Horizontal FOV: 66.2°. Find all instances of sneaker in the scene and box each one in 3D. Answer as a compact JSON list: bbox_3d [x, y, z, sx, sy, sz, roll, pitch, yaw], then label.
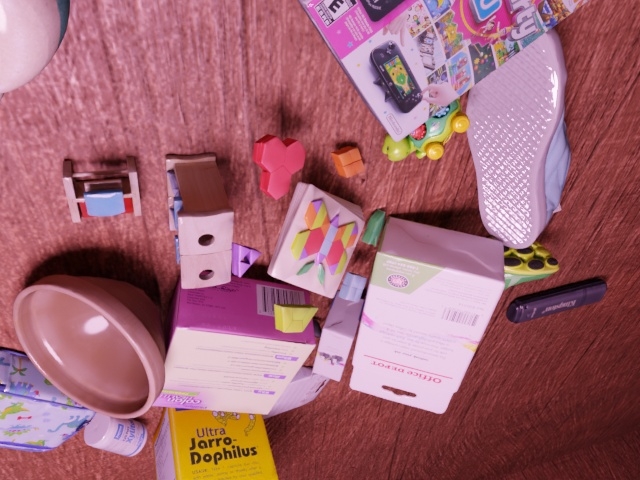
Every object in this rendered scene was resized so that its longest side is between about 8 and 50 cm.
[{"bbox_3d":[0.329,0.070,1.001,0.295,0.109,0.123,-12,139,0],"label":"sneaker"},{"bbox_3d":[0.318,-0.168,0.762,0.150,0.135,0.366,-43,140,-31],"label":"sneaker"}]

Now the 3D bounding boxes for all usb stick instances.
[{"bbox_3d":[0.603,0.153,1.246,0.278,0.045,0.077,-11,137,-15],"label":"usb stick"}]

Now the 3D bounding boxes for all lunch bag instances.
[{"bbox_3d":[-0.508,0.280,0.829,0.176,0.090,0.219,-37,136,17],"label":"lunch bag"}]

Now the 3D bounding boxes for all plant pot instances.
[{"bbox_3d":[-0.313,0.136,0.720,0.237,0.110,0.237,11,123,17],"label":"plant pot"}]

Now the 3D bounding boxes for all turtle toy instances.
[{"bbox_3d":[0.146,-0.160,0.696,0.066,0.095,0.130,35,113,-20],"label":"turtle toy"}]

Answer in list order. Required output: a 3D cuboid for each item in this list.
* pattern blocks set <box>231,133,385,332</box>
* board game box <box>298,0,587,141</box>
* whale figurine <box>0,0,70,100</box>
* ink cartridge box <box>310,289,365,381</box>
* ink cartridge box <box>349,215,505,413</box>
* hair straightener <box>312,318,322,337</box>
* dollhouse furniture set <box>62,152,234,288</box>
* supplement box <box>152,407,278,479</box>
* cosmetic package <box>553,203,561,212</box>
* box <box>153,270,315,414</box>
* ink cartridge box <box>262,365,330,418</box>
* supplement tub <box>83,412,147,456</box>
[{"bbox_3d":[0.000,0.000,0.715,0.325,0.026,0.285,2,105,-53],"label":"pattern blocks set"},{"bbox_3d":[0.146,-0.292,0.552,0.303,0.097,0.224,-36,137,11],"label":"board game box"},{"bbox_3d":[-0.340,-0.213,0.404,0.272,0.141,0.216,-6,140,16],"label":"whale figurine"},{"bbox_3d":[0.032,0.202,0.977,0.061,0.104,0.181,18,132,7],"label":"ink cartridge box"},{"bbox_3d":[0.179,0.148,0.902,0.207,0.119,0.353,14,127,7],"label":"ink cartridge box"},{"bbox_3d":[-0.074,0.135,0.917,0.089,0.047,0.230,-35,132,25],"label":"hair straightener"},{"bbox_3d":[-0.217,-0.019,0.630,0.184,0.129,0.129,-7,135,-20],"label":"dollhouse furniture set"},{"bbox_3d":[-0.209,0.501,0.986,0.195,0.356,0.194,4,131,-29],"label":"supplement box"},{"bbox_3d":[0.378,-0.056,0.916,0.115,0.060,0.041,-19,93,-8],"label":"cosmetic package"},{"bbox_3d":[-0.154,0.179,0.827,0.213,0.117,0.243,11,132,-20],"label":"box"},{"bbox_3d":[-0.058,0.342,1.148,0.179,0.045,0.145,-6,137,-46],"label":"ink cartridge box"},{"bbox_3d":[-0.413,0.393,0.996,0.071,0.071,0.107,-32,138,8],"label":"supplement tub"}]
